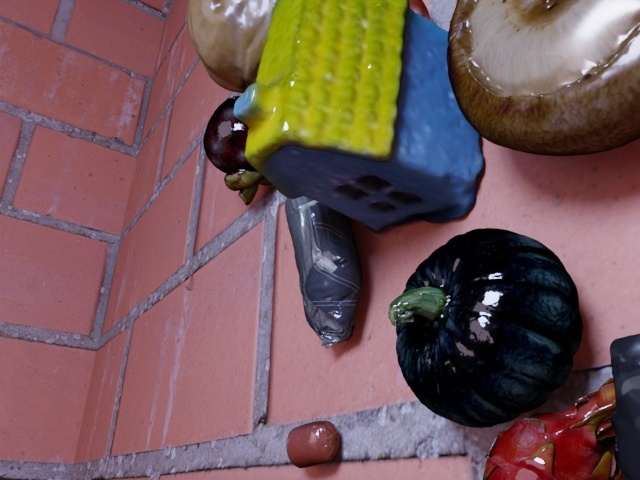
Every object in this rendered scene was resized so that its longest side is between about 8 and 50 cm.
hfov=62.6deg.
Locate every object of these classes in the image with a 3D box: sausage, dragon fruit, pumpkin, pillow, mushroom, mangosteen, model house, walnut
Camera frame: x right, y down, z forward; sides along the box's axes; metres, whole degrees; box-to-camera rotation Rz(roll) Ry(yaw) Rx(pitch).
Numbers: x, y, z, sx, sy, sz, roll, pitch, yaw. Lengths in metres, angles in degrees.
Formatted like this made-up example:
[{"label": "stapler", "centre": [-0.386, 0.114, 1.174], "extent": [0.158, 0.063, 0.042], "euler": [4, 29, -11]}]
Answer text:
[{"label": "sausage", "centre": [-0.011, 0.284, 0.739], "extent": [0.094, 0.059, 0.054], "euler": [-35, 68, 44]}, {"label": "dragon fruit", "centre": [0.210, 0.171, 0.435], "extent": [0.190, 0.094, 0.094], "euler": [-46, 32, -2]}, {"label": "pumpkin", "centre": [0.153, 0.079, 0.506], "extent": [0.194, 0.150, 0.194], "euler": [-28, 28, 16]}, {"label": "pillow", "centre": [0.000, 0.000, 0.828], "extent": [0.161, 0.092, 0.335], "euler": [99, 162, -49]}, {"label": "mushroom", "centre": [0.246, -0.214, 0.487], "extent": [0.278, 0.163, 0.297], "euler": [-39, 43, 56]}, {"label": "mangosteen", "centre": [-0.152, -0.189, 1.118], "extent": [0.194, 0.194, 0.231], "euler": [11, 111, 60]}, {"label": "model house", "centre": [0.044, -0.165, 0.665], "extent": [0.215, 0.303, 0.237], "euler": [-14, 62, 48]}, {"label": "walnut", "centre": [-0.065, -0.415, 0.953], "extent": [0.306, 0.306, 0.344], "euler": [4, 69, 59]}]

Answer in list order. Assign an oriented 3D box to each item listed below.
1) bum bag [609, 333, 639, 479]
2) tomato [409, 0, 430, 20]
[{"label": "bum bag", "centre": [0.248, 0.201, 0.327], "extent": [0.144, 0.095, 0.341], "euler": [2, 77, 40]}, {"label": "tomato", "centre": [0.088, -0.316, 0.800], "extent": [0.167, 0.167, 0.167], "euler": [-34, 48, 47]}]
